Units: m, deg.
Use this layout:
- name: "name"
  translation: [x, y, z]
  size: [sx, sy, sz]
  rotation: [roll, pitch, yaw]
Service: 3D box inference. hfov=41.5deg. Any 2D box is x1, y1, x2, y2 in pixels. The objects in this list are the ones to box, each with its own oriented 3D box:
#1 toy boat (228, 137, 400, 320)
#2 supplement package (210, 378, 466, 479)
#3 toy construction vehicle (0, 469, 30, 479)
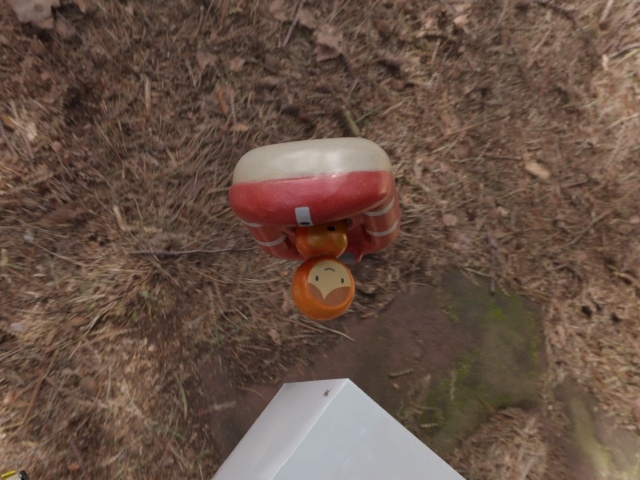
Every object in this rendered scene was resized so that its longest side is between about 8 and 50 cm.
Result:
- name: "toy boat"
  translation: [0.000, 0.000, 0.793]
  size: [0.151, 0.231, 0.151]
  rotation: [-6, 72, 7]
- name: "supplement package"
  translation: [0.032, 0.284, 0.762]
  size: [0.263, 0.198, 0.199]
  rotation: [42, 71, -7]
- name: "toy construction vehicle"
  translation: [-0.293, 0.233, 0.731]
  size: [0.086, 0.098, 0.035]
  rotation: [-22, 103, -28]
